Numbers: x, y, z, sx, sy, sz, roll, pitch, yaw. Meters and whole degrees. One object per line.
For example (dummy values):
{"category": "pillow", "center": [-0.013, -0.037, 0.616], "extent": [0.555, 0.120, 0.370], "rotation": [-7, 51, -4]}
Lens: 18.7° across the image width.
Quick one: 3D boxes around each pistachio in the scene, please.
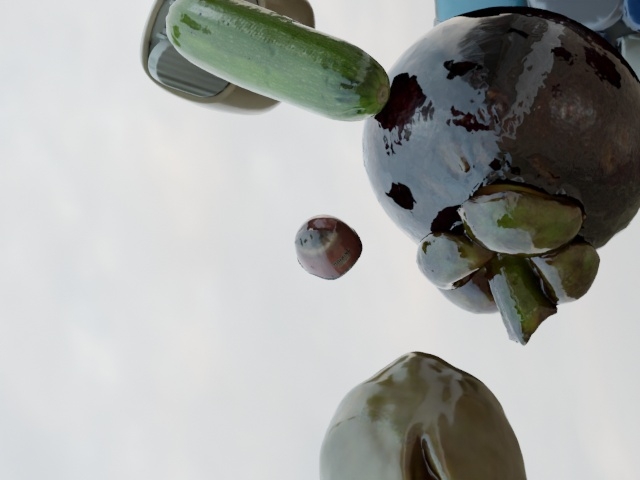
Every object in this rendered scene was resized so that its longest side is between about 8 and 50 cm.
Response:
{"category": "pistachio", "center": [0.091, 0.231, 1.576], "extent": [0.197, 0.166, 0.288], "rotation": [-87, -14, -78]}

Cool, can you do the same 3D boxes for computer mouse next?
{"category": "computer mouse", "center": [-0.083, -0.198, 1.938], "extent": [0.236, 0.082, 0.145], "rotation": [12, -75, -58]}

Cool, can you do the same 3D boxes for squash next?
{"category": "squash", "center": [-0.040, -0.155, 1.629], "extent": [0.069, 0.239, 0.069], "rotation": [-33, -44, -40]}

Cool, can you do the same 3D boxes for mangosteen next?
{"category": "mangosteen", "center": [0.193, -0.066, 1.976], "extent": [0.307, 0.307, 0.347], "rotation": [54, -144, -54]}

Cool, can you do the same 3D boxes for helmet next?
{"category": "helmet", "center": [-0.001, -0.001, 1.960], "extent": [0.084, 0.065, 0.049], "rotation": [29, 166, 47]}

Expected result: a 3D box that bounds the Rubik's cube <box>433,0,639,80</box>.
{"category": "Rubik's cube", "center": [0.335, -0.368, 2.310], "extent": [0.344, 0.347, 0.346], "rotation": [-57, -34, -52]}
